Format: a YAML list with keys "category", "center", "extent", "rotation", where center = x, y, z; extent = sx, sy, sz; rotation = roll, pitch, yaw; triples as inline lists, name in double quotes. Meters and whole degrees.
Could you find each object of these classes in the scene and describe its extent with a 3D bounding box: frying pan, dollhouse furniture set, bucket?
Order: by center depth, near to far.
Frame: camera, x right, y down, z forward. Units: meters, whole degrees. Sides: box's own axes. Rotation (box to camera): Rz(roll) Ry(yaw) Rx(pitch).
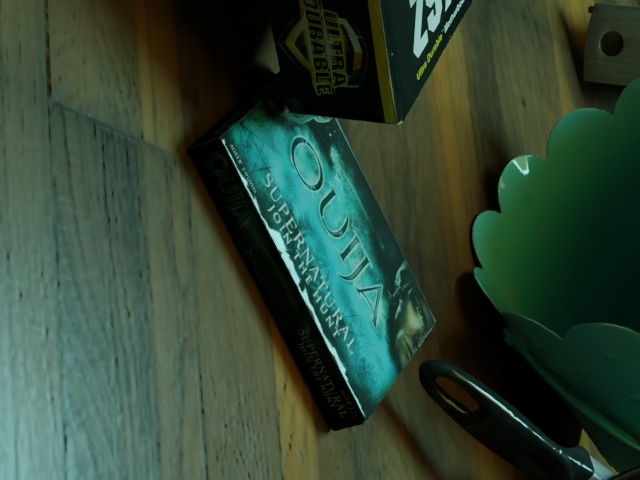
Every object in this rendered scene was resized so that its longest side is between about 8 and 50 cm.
- category: "frying pan"
  center: [0.178, 0.192, 1.233]
  extent: [0.326, 0.197, 0.053]
  rotation: [20, 29, -9]
- category: "bucket"
  center: [0.262, 0.028, 1.307]
  extent: [0.183, 0.281, 0.281]
  rotation: [58, 33, -32]
- category: "dollhouse furniture set"
  center: [0.290, -0.094, 1.578]
  extent: [0.129, 0.129, 0.183]
  rotation: [-2, 101, -59]

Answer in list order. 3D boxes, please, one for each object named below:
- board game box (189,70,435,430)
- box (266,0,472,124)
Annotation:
- category: "board game box"
  center: [0.000, 0.000, 1.122]
  extent: [0.186, 0.026, 0.126]
  rotation: [63, 32, -15]
- category: "box"
  center: [0.050, -0.261, 1.118]
  extent: [0.322, 0.079, 0.257]
  rotation: [-60, 151, -45]
